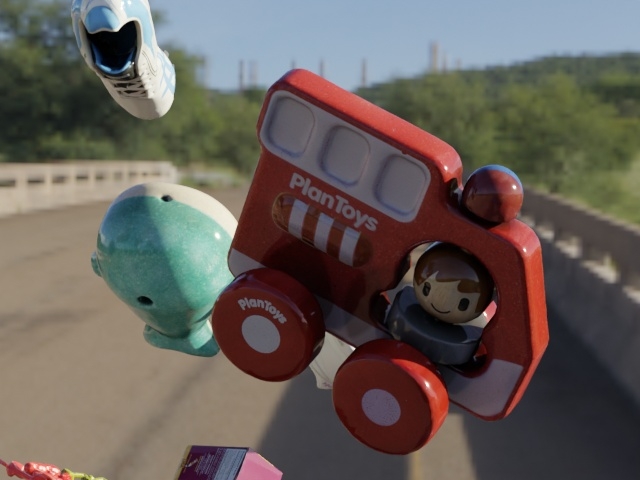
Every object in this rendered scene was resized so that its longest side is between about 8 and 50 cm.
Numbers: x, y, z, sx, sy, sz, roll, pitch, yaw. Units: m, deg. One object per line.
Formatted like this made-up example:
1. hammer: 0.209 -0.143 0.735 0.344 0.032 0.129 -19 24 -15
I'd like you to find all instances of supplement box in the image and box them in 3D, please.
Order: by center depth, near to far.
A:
1. supplement box: -0.087 0.221 1.423 0.083 0.043 0.055 -4 -37 41

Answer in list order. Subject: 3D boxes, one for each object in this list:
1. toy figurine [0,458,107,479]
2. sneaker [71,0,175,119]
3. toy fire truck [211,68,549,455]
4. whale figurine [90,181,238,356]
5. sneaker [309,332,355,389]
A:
1. toy figurine: -0.351 0.445 2.137 0.191 0.217 0.362 20 -7 19
2. sneaker: -0.199 -0.180 1.528 0.085 0.086 0.237 3 -25 8
3. toy fire truck: 0.059 0.018 1.322 0.302 0.254 0.169 29 37 14
4. whale figurine: -0.184 0.059 1.857 0.216 0.272 0.141 12 46 10
5. sneaker: -0.028 0.055 2.000 0.114 0.305 0.152 -10 -24 -41
